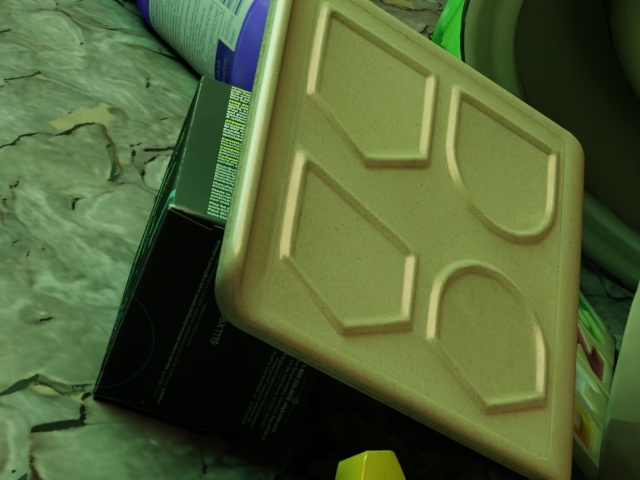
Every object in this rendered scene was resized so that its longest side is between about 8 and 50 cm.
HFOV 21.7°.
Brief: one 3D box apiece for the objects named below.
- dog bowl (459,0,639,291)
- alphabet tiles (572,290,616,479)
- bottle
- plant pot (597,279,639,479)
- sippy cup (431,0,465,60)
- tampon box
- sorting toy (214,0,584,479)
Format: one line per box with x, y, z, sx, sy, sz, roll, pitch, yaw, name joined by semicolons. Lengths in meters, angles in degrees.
0.301;-0.110;1.054;0.408;0.408;0.150;28;58;10;dog bowl
0.084;-0.015;0.976;0.285;0.011;0.342;53;19;-5;alphabet tiles
-0.084;-0.197;1.249;0.092;0.118;0.283;-11;41;-36;bottle
0.304;0.088;0.861;0.280;0.323;0.323;14;22;19;plant pot
0.246;-0.162;1.361;0.224;0.305;0.240;43;-14;15;sippy cup
-0.043;0.009;0.881;0.101;0.120;0.161;20;27;-8;tampon box
0.039;0.031;0.776;0.229;0.041;0.307;33;49;-30;sorting toy
